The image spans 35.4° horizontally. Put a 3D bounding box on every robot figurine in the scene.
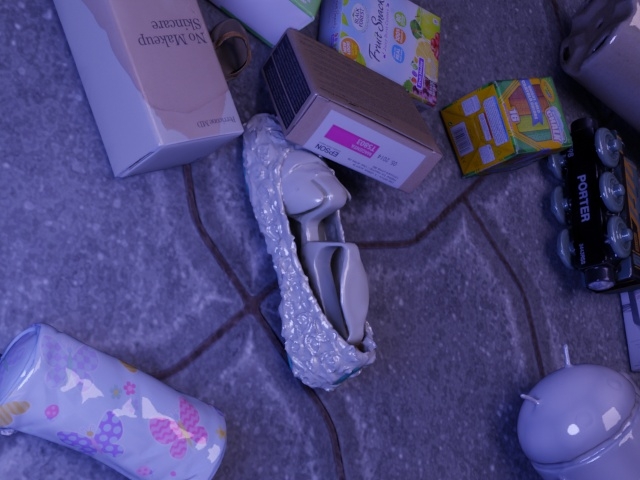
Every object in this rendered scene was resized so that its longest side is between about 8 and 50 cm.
[{"bbox_3d":[0.444,0.339,1.572,0.353,0.199,0.300,55,48,-9],"label":"robot figurine"}]

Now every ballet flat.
[{"bbox_3d":[0.000,0.000,1.388,0.147,0.147,0.409,-4,76,-40],"label":"ballet flat"}]

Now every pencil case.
[{"bbox_3d":[-0.238,0.198,1.132,0.273,0.113,0.124,31,65,-26],"label":"pencil case"}]

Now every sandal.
[{"bbox_3d":[-0.128,-0.266,1.416,0.072,0.049,0.180,55,27,-19],"label":"sandal"}]

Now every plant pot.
[{"bbox_3d":[0.653,-0.358,1.957,0.305,0.334,0.334,27,58,-16],"label":"plant pot"}]

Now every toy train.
[{"bbox_3d":[0.516,-0.057,1.834,0.190,0.142,0.334,24,57,-44],"label":"toy train"}]

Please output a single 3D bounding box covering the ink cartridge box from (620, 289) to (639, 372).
[{"bbox_3d":[0.652,0.140,1.889,0.158,0.092,0.218,11,69,-36],"label":"ink cartridge box"}]

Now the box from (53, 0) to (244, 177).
[{"bbox_3d":[-0.232,-0.252,1.300,0.148,0.121,0.311,-18,85,-43],"label":"box"}]

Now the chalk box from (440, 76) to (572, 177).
[{"bbox_3d":[0.338,-0.199,1.735,0.213,0.132,0.132,-13,83,-41],"label":"chalk box"}]

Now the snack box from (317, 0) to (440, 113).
[{"bbox_3d":[0.097,-0.319,1.627,0.207,0.070,0.175,19,63,-31],"label":"snack box"}]

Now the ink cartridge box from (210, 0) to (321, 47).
[{"bbox_3d":[-0.078,-0.464,1.509,0.198,0.114,0.273,34,55,-25],"label":"ink cartridge box"}]

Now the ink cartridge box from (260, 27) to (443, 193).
[{"bbox_3d":[0.043,-0.189,1.470,0.234,0.088,0.193,22,31,-31],"label":"ink cartridge box"}]
